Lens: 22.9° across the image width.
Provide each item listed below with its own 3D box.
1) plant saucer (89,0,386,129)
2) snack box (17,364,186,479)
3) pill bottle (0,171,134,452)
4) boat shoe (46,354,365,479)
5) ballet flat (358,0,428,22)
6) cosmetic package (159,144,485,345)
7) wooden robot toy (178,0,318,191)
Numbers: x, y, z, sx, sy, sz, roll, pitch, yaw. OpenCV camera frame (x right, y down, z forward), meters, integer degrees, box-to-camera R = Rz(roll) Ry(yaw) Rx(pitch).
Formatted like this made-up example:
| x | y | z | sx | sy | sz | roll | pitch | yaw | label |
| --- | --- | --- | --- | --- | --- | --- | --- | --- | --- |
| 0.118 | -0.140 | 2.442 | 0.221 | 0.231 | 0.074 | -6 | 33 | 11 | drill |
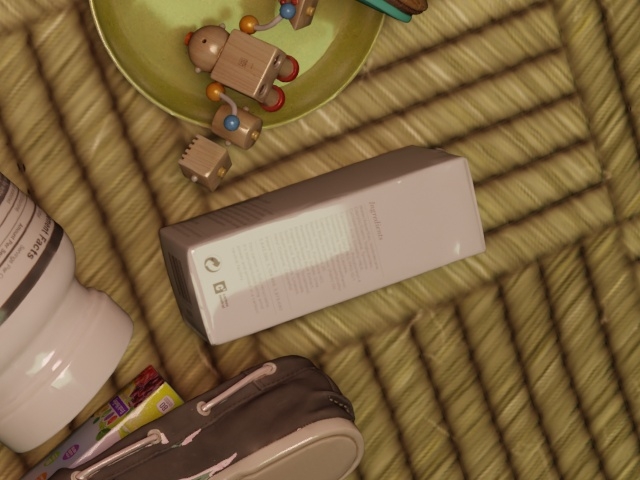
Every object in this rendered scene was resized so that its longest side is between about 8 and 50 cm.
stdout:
| x | y | z | sx | sy | sz | roll | pitch | yaw | label |
| --- | --- | --- | --- | --- | --- | --- | --- | --- | --- |
| -0.064 | -0.206 | 1.227 | 0.241 | 0.037 | 0.241 | -2 | 99 | -16 | plant saucer |
| -0.151 | 0.233 | 1.244 | 0.207 | 0.070 | 0.174 | -42 | 108 | -7 | snack box |
| -0.277 | 0.015 | 1.125 | 0.278 | 0.162 | 0.162 | 45 | 83 | -19 | pill bottle |
| -0.131 | 0.189 | 1.171 | 0.335 | 0.095 | 0.112 | -24 | 139 | -10 | boat shoe |
| -0.057 | -0.272 | 1.141 | 0.342 | 0.116 | 0.124 | 20 | 99 | -13 | ballet flat |
| 0.000 | 0.000 | 1.236 | 0.231 | 0.117 | 0.085 | -17 | 103 | -13 | cosmetic package |
| -0.069 | -0.127 | 1.196 | 0.079 | 0.076 | 0.173 | 27 | 89 | 16 | wooden robot toy |
